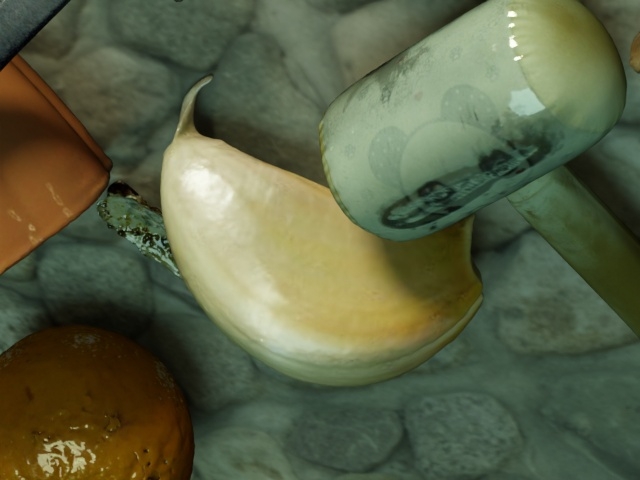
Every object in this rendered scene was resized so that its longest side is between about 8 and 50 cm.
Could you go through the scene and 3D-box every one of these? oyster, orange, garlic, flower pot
[{"bbox_3d":[-0.107,0.001,1.242,0.086,0.029,0.132,12,154,42],"label":"oyster"},{"bbox_3d":[-0.191,0.156,1.332,0.193,0.161,0.193,2,128,3],"label":"orange"},{"bbox_3d":[-0.011,0.010,1.165,0.245,0.145,0.164,27,105,-3],"label":"garlic"},{"bbox_3d":[-0.262,-0.068,1.145,0.191,0.190,0.173,-21,108,35],"label":"flower pot"}]

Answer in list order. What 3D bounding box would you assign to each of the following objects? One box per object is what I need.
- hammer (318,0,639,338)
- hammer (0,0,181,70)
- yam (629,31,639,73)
[{"bbox_3d":[0.158,-0.019,1.079,0.305,0.113,0.202,40,136,-25],"label":"hammer"},{"bbox_3d":[-0.216,-0.115,1.039,0.290,0.037,0.137,-45,100,-2],"label":"hammer"},{"bbox_3d":[0.264,-0.163,0.935,0.057,0.056,0.241,35,133,-13],"label":"yam"}]
